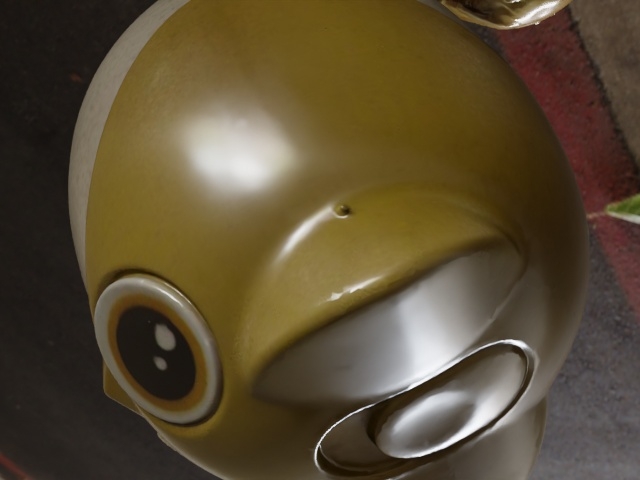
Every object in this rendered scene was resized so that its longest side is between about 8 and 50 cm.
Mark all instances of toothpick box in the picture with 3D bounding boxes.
[{"bbox_3d":[0.000,0.000,0.758,0.425,0.409,0.409,60,174,45],"label":"toothpick box"}]

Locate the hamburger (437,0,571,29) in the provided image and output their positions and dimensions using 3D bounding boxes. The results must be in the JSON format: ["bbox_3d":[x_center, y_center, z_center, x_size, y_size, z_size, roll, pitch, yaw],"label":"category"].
[{"bbox_3d":[0.247,-0.414,1.180,0.174,0.284,0.304,33,-176,-33],"label":"hamburger"}]
